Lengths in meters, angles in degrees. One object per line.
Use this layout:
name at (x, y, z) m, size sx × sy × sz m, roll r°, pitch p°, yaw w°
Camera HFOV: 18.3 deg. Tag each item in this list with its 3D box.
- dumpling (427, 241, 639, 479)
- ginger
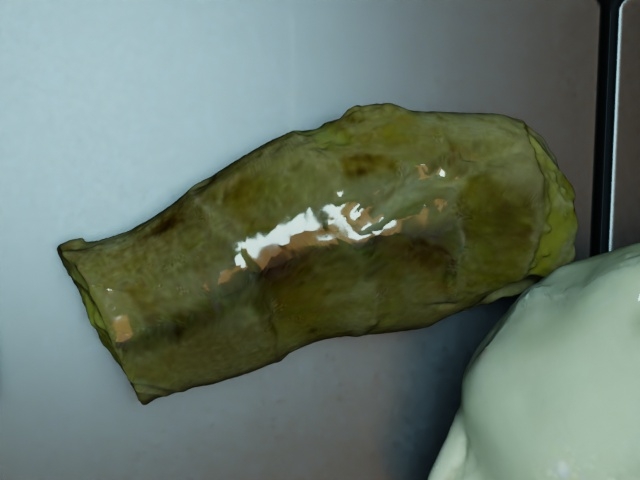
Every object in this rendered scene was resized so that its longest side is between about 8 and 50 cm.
dumpling at (0.169, 0.077, 0.996) m, size 0.193 × 0.258 × 0.147 m, roll -1°, pitch 52°, yaw -44°
ginger at (0.000, 0.000, 1.013) m, size 0.263 × 0.116 × 0.109 m, roll -17°, pitch 62°, yaw -2°
